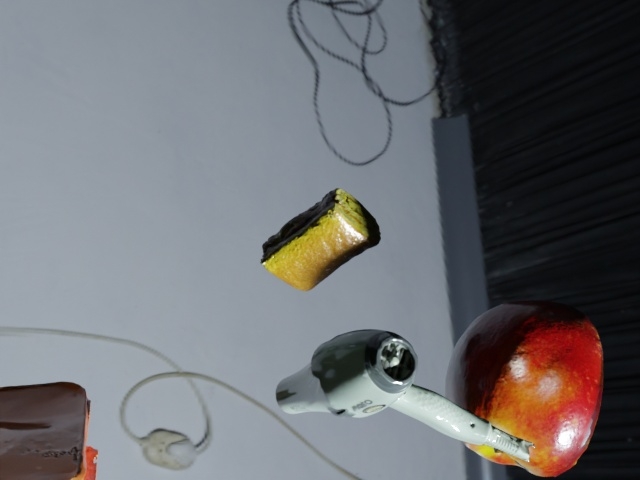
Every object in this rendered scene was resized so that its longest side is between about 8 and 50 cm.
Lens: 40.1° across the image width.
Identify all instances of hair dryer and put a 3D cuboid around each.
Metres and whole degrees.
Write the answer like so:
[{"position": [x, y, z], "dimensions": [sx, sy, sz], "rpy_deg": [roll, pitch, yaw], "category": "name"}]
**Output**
[{"position": [0.068, 0.184, 0.955], "dimensions": [0.267, 0.229, 0.092], "rpy_deg": [39, 57, -33], "category": "hair dryer"}]

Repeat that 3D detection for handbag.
[{"position": [-0.438, 0.295, 1.097], "dimensions": [0.304, 0.410, 0.116], "rpy_deg": [-2, 98, -13], "category": "handbag"}]

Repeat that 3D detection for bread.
[{"position": [0.000, 0.000, 1.457], "dimensions": [0.132, 0.172, 0.103], "rpy_deg": [34, 30, -35], "category": "bread"}]

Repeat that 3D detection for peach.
[{"position": [0.318, 0.211, 1.366], "dimensions": [0.245, 0.249, 0.274], "rpy_deg": [40, 63, -30], "category": "peach"}]
